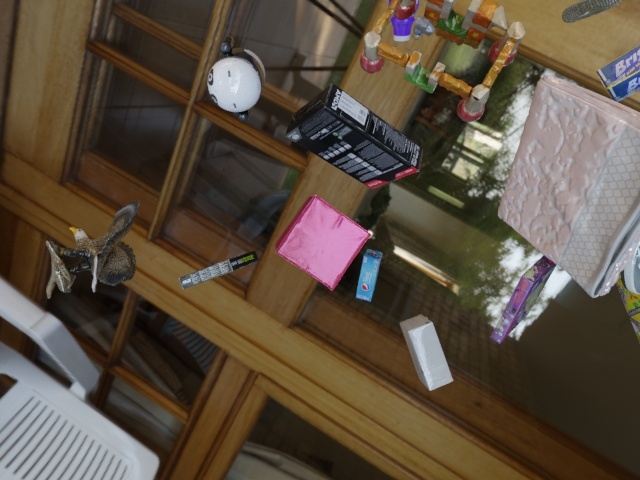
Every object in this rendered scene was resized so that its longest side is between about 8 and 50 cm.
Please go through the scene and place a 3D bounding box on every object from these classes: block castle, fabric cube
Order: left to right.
[{"bbox_3d":[0.000,0.000,1.603,0.254,0.259,0.258,-55,-172,-1],"label":"fabric cube"},{"bbox_3d":[0.385,-0.621,1.381,0.302,0.454,0.213,-61,172,2],"label":"block castle"}]

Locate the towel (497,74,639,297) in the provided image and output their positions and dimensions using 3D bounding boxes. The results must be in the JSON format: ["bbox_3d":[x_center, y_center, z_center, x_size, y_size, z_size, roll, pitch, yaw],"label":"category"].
[{"bbox_3d":[0.484,-0.105,0.818,0.316,0.054,0.331,-116,-159,-49],"label":"towel"}]

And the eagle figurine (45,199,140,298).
[{"bbox_3d":[-0.626,0.022,1.222,0.227,0.225,0.298,-21,-177,36],"label":"eagle figurine"}]

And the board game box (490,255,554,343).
[{"bbox_3d":[0.724,0.201,1.498,0.208,0.056,0.346,-27,141,-26],"label":"board game box"}]

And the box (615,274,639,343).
[{"bbox_3d":[0.949,0.155,1.032,0.290,0.278,0.177,-20,178,3],"label":"box"}]

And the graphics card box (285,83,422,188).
[{"bbox_3d":[0.104,-0.303,1.310,0.233,0.371,0.094,-15,-125,56],"label":"graphics card box"}]

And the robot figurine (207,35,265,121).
[{"bbox_3d":[-0.273,-0.526,1.384,0.173,0.209,0.278,-43,-154,24],"label":"robot figurine"}]

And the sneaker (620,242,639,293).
[{"bbox_3d":[0.711,0.003,0.803,0.178,0.124,0.295,-135,-142,-57],"label":"sneaker"}]

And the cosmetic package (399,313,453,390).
[{"bbox_3d":[0.384,0.404,1.550,0.107,0.237,0.127,-23,-177,-3],"label":"cosmetic package"}]

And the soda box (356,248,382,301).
[{"bbox_3d":[0.202,0.146,1.767,0.071,0.067,0.209,-54,156,-59],"label":"soda box"}]

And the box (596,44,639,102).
[{"bbox_3d":[0.614,-0.334,0.778,0.169,0.054,0.059,-31,-132,37],"label":"box"}]

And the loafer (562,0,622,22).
[{"bbox_3d":[0.732,-0.633,1.135,0.050,0.148,0.056,-33,109,-53],"label":"loafer"}]

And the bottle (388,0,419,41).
[{"bbox_3d":[0.319,-0.921,1.623,0.092,0.118,0.282,-33,138,-30],"label":"bottle"}]

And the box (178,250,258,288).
[{"bbox_3d":[-0.321,0.091,1.356,0.191,0.045,0.184,-20,179,19],"label":"box"}]
